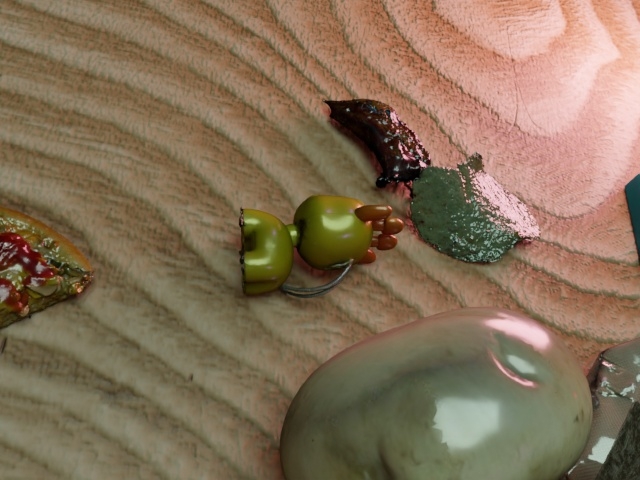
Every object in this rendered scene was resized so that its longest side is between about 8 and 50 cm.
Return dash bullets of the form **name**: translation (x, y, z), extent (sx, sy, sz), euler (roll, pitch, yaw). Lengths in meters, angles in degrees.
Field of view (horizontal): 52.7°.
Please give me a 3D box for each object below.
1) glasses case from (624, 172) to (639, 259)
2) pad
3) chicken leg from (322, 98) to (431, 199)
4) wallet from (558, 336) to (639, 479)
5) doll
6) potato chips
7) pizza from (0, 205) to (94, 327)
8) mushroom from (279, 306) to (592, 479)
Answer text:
- **glasses case**: translation (0.584, 0.025, 1.044), extent (0.117, 0.070, 0.301), euler (12, 55, -10)
- **pad**: translation (0.340, 0.293, 0.670), extent (0.235, 0.003, 0.158), euler (47, 69, -26)
- **chicken leg**: translation (0.101, -0.154, 1.015), extent (0.105, 0.063, 0.234), euler (-18, 64, -30)
- **wallet**: translation (0.436, 0.283, 0.798), extent (0.275, 0.068, 0.335), euler (32, 72, 17)
- **doll**: translation (0.000, 0.000, 0.850), extent (0.221, 0.143, 0.135), euler (-4, 59, -10)
- **potato chips**: translation (0.244, -0.050, 0.982), extent (0.228, 0.059, 0.167), euler (-15, 88, -25)
- **pizza**: translation (-0.384, 0.049, 0.748), extent (0.188, 0.062, 0.199), euler (25, 57, 3)
- **mushroom**: translation (0.133, 0.198, 0.678), extent (0.356, 0.315, 0.315), euler (35, 46, -39)
